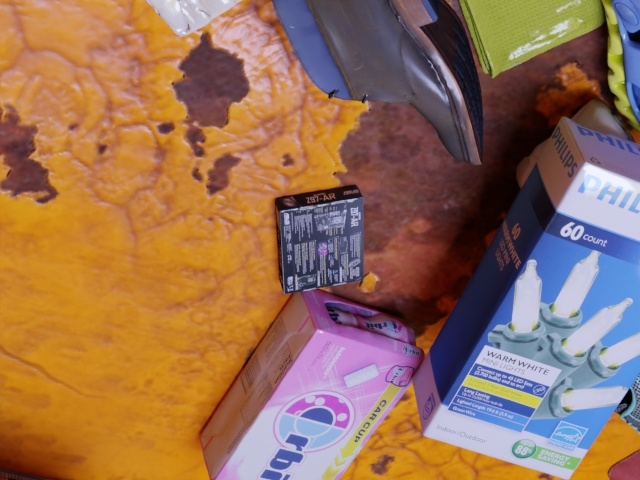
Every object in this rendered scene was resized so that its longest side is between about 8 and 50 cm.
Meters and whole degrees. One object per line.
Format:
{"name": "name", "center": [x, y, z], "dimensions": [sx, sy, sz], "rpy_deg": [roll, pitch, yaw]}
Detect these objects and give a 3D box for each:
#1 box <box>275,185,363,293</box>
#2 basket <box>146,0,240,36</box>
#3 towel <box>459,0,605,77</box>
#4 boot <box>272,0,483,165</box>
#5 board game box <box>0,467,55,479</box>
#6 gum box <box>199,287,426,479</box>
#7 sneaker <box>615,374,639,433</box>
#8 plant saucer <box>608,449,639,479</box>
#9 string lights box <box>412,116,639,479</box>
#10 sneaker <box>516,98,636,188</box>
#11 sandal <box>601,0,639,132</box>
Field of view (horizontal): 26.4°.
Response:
{"name": "box", "center": [0.000, 0.000, 1.066], "dimensions": [0.067, 0.018, 0.083], "rpy_deg": [-10, 128, -10]}
{"name": "basket", "center": [-0.091, -0.221, 0.815], "dimensions": [0.113, 0.103, 0.167], "rpy_deg": [-32, 130, 9]}
{"name": "towel", "center": [0.130, -0.224, 0.936], "dimensions": [0.102, 0.021, 0.237], "rpy_deg": [-23, 130, 2]}
{"name": "boot", "center": [0.047, -0.129, 0.965], "dimensions": [0.106, 0.082, 0.219], "rpy_deg": [-10, 136, 18]}
{"name": "board game box", "center": [-0.251, 0.272, 1.166], "dimensions": [0.194, 0.060, 0.194], "rpy_deg": [33, 115, -30]}
{"name": "gum box", "center": [-0.007, 0.130, 1.133], "dimensions": [0.107, 0.062, 0.188], "rpy_deg": [19, 118, -29]}
{"name": "sneaker", "center": [0.306, 0.154, 1.263], "dimensions": [0.076, 0.065, 0.166], "rpy_deg": [-7, 126, 8]}
{"name": "plant saucer", "center": [0.454, 0.250, 1.381], "dimensions": [0.259, 0.048, 0.258], "rpy_deg": [-31, 129, 8]}
{"name": "string lights box", "center": [0.186, 0.049, 1.033], "dimensions": [0.133, 0.077, 0.259], "rpy_deg": [18, 119, -14]}
{"name": "sneaker", "center": [0.227, -0.005, 1.102], "dimensions": [0.115, 0.090, 0.232], "rpy_deg": [-28, 120, 13]}
{"name": "sandal", "center": [0.270, -0.146, 0.958], "dimensions": [0.126, 0.138, 0.317], "rpy_deg": [-43, 131, -1]}
